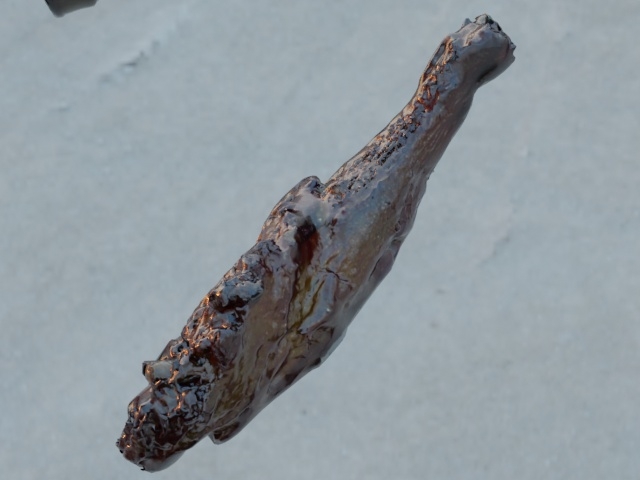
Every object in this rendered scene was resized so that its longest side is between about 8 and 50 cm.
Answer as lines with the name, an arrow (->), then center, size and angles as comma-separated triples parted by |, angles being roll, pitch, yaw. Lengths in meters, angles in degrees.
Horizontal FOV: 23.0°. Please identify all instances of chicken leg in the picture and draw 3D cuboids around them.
chicken leg -> -0.002, 0.003, 0.579 | 0.053, 0.093, 0.205 | 34, 68, 7

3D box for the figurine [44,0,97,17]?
figurine -> -0.069, -0.304, 1.230 | 0.370, 0.167, 0.281 | -29, 74, -2
